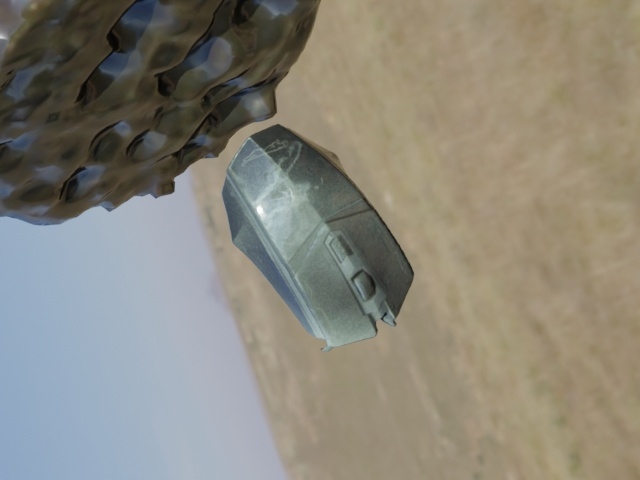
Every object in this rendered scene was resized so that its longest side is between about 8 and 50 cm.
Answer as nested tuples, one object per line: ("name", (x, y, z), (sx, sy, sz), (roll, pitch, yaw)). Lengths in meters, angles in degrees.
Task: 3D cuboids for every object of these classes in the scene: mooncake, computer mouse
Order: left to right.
("mooncake", (-0.096, -0.110, 0.750), (0.124, 0.228, 0.228), (54, 170, 26))
("computer mouse", (0.003, -0.001, 1.532), (0.231, 0.126, 0.071), (56, 164, -18))
